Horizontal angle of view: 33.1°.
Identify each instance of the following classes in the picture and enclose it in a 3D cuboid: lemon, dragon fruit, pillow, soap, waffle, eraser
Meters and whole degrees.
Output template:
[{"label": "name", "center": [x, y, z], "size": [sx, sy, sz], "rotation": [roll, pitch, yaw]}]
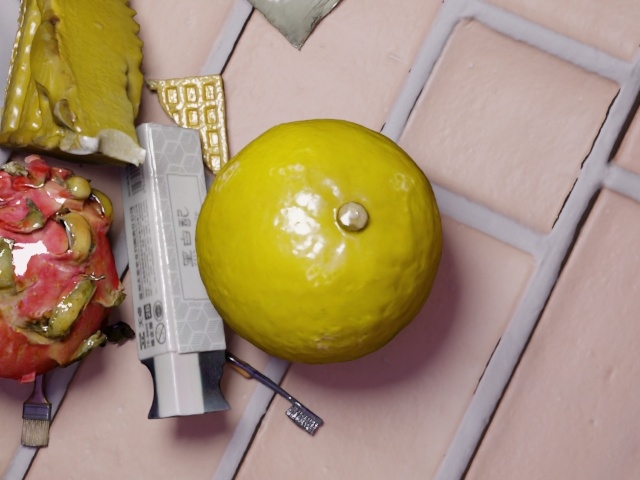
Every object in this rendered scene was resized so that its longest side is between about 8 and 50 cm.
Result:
[{"label": "lemon", "center": [0.000, 0.000, 1.405], "size": [0.348, 0.348, 0.347], "rotation": [0, 86, 5]}, {"label": "dragon fruit", "center": [-0.387, 0.034, 1.465], "size": [0.269, 0.250, 0.291], "rotation": [27, 104, 8]}, {"label": "pillow", "center": [-0.007, -0.406, 1.563], "size": [0.230, 0.050, 0.148], "rotation": [-45, 96, 2]}, {"label": "soap", "center": [-0.312, -0.275, 1.462], "size": [0.169, 0.304, 0.338], "rotation": [11, 88, -38]}, {"label": "waffle", "center": [-0.192, -0.145, 1.579], "size": [0.125, 0.032, 0.190], "rotation": [-4, 85, 3]}, {"label": "eraser", "center": [-0.205, 0.043, 1.505], "size": [0.096, 0.098, 0.403], "rotation": [-1, 78, -39]}]

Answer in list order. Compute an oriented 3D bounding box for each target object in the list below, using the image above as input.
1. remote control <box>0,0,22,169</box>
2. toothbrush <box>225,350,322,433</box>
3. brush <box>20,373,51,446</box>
[{"label": "remote control", "center": [-0.542, -0.233, 1.580], "size": [0.221, 0.103, 0.332], "rotation": [12, 87, -1]}, {"label": "toothbrush", "center": [-0.132, 0.175, 1.559], "size": [0.321, 0.023, 0.031], "rotation": [36, 81, 7]}, {"label": "brush", "center": [-0.415, 0.218, 1.586], "size": [0.043, 0.014, 0.169], "rotation": [3, 86, 4]}]
